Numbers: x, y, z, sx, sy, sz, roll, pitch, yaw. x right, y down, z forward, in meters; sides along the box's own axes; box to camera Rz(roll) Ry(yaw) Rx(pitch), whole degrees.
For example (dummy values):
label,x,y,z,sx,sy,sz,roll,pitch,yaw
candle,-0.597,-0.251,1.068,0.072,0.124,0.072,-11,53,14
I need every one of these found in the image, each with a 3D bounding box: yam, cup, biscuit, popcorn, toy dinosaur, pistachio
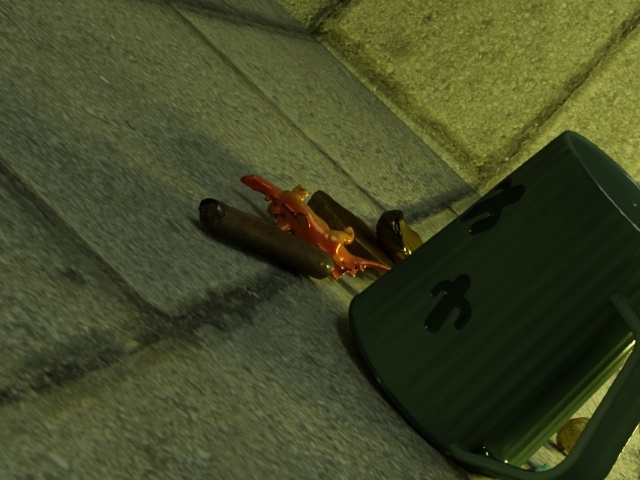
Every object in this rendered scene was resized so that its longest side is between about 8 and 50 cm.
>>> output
label,x,y,z,sx,sy,sz,roll,pitch,yaw
yam,-0.070,-0.001,1.764,0.264,0.046,0.046,25,22,-52
cup,0.288,0.114,1.738,0.401,0.392,0.310,53,21,19
biscuit,0.061,0.011,2.109,0.208,0.049,0.181,36,13,-43
popcorn,0.411,0.319,2.145,0.084,0.084,0.084,40,13,-11
toy dinosaur,0.000,0.000,1.931,0.288,0.070,0.117,38,24,-6
pistachio,0.121,-0.003,2.125,0.173,0.049,0.089,29,42,-69

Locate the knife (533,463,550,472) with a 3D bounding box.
label,x,y,z,sx,sy,sz,roll,pitch,yaw
knife,0.318,0.330,1.950,0.014,0.005,0.091,47,14,14
